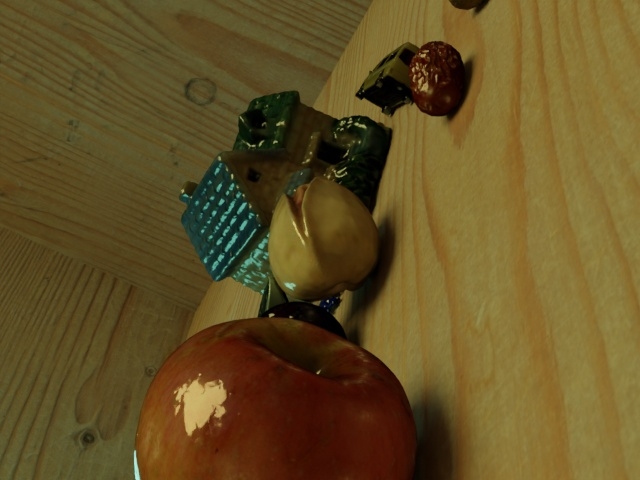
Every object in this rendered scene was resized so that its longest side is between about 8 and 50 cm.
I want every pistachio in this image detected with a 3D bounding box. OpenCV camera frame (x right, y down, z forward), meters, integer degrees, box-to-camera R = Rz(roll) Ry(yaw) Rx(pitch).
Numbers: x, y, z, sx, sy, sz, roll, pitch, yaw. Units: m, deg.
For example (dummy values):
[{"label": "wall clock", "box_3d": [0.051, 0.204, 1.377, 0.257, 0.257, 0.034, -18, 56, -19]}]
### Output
[{"label": "pistachio", "box_3d": [0.000, 0.000, 1.750, 0.230, 0.230, 0.309, -59, 22, 28]}]

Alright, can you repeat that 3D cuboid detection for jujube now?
[{"label": "jujube", "box_3d": [0.228, -0.313, 1.754, 0.176, 0.109, 0.112, -90, -10, -49]}]

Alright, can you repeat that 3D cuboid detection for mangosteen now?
[{"label": "mangosteen", "box_3d": [-0.040, 0.225, 1.654, 0.194, 0.194, 0.230, -87, -10, -63]}]

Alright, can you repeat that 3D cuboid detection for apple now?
[{"label": "apple", "box_3d": [-0.062, 0.278, 1.140, 0.364, 0.364, 0.364, -60, 12, 21]}]

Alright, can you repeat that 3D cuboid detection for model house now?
[{"label": "model house", "box_3d": [-0.103, -0.137, 2.146, 0.395, 0.400, 0.445, -52, 16, 58]}]

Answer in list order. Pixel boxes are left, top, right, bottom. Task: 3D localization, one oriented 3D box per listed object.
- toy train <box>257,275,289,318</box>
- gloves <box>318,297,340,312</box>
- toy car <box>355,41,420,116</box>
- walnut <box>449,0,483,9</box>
[{"label": "toy train", "box_3d": [-0.106, 0.259, 1.812, 0.086, 0.088, 0.407, -105, 27, -63]}, {"label": "gloves", "box_3d": [0.021, 0.127, 1.925, 0.064, 0.026, 0.086, -65, 10, -14]}, {"label": "toy car", "box_3d": [0.177, -0.387, 2.156, 0.124, 0.101, 0.257, -61, 12, -8]}, {"label": "walnut", "box_3d": [0.306, -0.535, 1.884, 0.124, 0.105, 0.105, 129, 164, -67]}]
